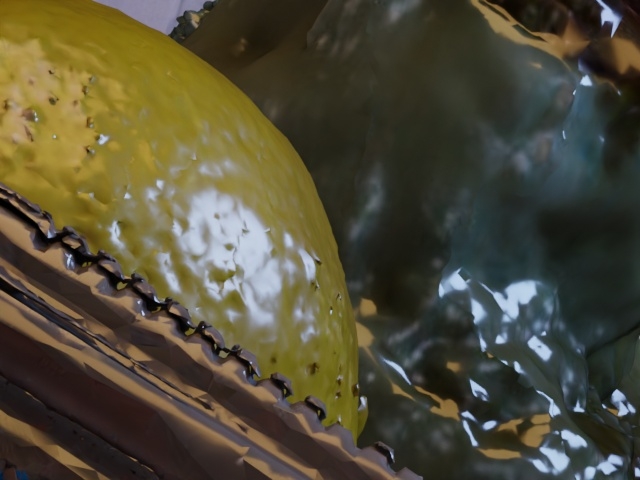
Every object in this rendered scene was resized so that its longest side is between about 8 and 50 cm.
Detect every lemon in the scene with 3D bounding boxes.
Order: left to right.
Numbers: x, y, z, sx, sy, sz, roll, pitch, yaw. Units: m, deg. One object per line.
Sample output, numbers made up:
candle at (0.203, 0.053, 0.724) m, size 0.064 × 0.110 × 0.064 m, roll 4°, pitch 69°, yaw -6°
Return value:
lemon at (-0.115, 0.033, 0.593) m, size 0.263 × 0.236 × 0.236 m, roll -23°, pitch 29°, yaw -32°

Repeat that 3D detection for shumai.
shumai at (0.031, 0.003, 0.927) m, size 0.397 × 0.323 × 0.324 m, roll 21°, pitch 7°, yaw 15°

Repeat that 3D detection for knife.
knife at (-0.009, 0.077, 0.456) m, size 0.365 × 0.089 × 0.043 m, roll 32°, pitch -20°, yaw -2°

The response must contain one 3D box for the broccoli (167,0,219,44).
broccoli at (-0.014, -0.019, 1.363) m, size 0.338 × 0.277 × 0.317 m, roll 27°, pitch -15°, yaw -2°
